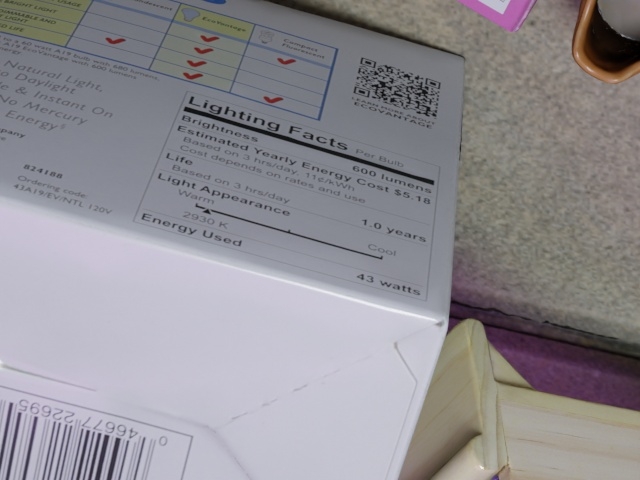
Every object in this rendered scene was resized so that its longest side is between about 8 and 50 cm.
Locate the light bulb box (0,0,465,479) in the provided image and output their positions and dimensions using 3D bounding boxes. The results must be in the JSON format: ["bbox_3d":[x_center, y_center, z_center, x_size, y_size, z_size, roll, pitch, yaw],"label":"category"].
[{"bbox_3d":[-0.104,0.000,1.107,0.357,0.361,0.225,16,120,-2],"label":"light bulb box"}]

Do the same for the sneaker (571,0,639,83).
[{"bbox_3d":[0.248,-0.190,0.985,0.106,0.123,0.290,37,135,0],"label":"sneaker"}]

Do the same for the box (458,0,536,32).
[{"bbox_3d":[0.132,-0.269,0.862,0.117,0.243,0.213,31,152,4],"label":"box"}]

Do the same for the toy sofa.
[{"bbox_3d":[0.221,0.192,1.186,0.362,0.177,0.150,12,142,-24],"label":"toy sofa"}]
